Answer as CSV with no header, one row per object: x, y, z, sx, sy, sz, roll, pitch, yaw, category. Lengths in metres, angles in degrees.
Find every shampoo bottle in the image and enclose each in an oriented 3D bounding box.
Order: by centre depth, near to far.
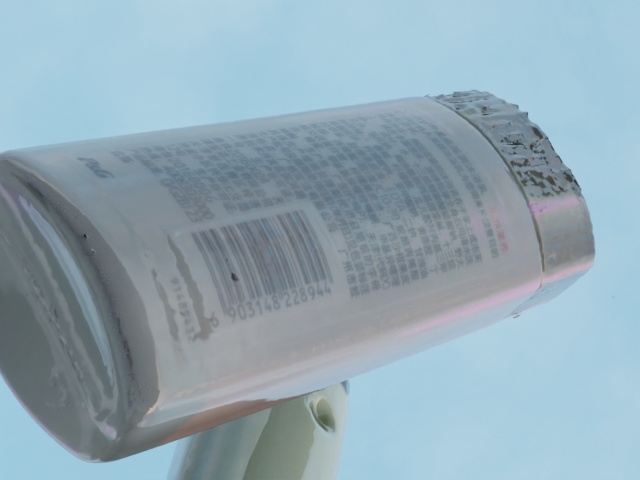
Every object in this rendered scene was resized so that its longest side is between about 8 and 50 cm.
0.000,0.000,0.449,0.056,0.227,0.086,-43,-108,37,shampoo bottle

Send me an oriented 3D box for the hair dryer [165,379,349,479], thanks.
-0.037,0.136,0.425,0.203,0.362,0.128,-31,-66,25,hair dryer
